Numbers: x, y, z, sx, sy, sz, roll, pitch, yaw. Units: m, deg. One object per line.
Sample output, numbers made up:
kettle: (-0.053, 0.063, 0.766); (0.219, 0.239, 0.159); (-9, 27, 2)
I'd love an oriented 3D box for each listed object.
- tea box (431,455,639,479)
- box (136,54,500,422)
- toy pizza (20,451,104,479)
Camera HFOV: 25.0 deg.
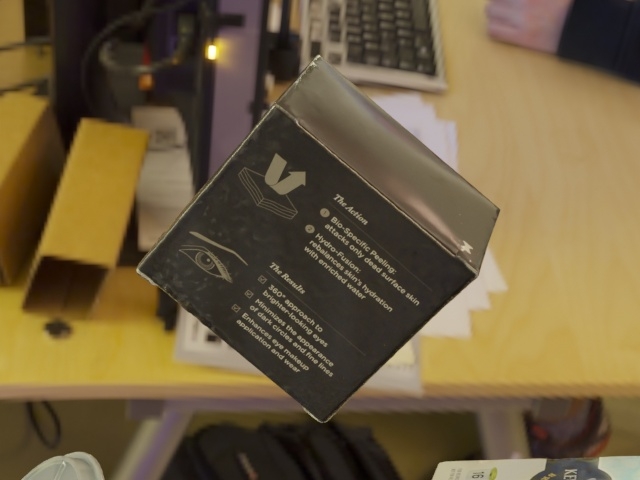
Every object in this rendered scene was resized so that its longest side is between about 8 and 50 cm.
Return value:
tea box: (0.233, 0.324, 0.890); (0.324, 0.329, 0.220); (-5, 18, 14)
box: (0.000, 0.000, 0.902); (0.156, 0.158, 0.093); (40, 31, -5)
toy pizza: (-0.136, 0.181, 0.589); (0.032, 0.201, 0.201); (31, 38, -20)
